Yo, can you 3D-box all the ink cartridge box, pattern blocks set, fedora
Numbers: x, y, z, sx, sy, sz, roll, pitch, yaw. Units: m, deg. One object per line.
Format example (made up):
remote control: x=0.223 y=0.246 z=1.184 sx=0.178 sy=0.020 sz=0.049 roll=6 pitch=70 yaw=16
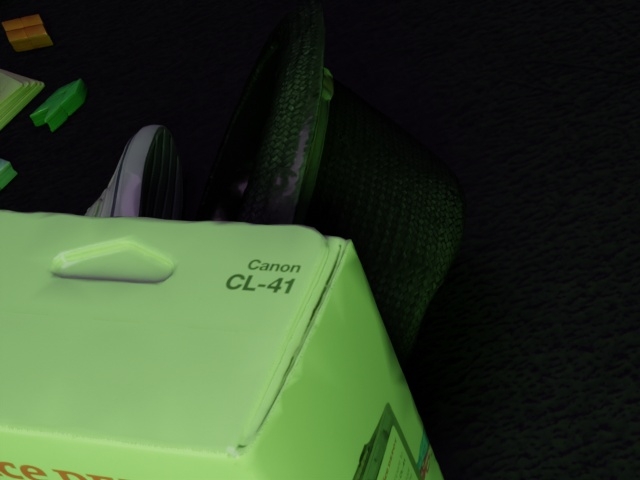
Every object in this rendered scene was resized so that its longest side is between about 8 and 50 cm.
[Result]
ink cartridge box: x=-0.061 y=0.138 z=0.657 sx=0.226 sy=0.306 sz=0.131 roll=2 pitch=49 yaw=26
pattern blocks set: x=-0.387 y=-0.139 z=1.280 sx=0.324 sy=0.026 sz=0.285 roll=10 pitch=53 yaw=31
fedora: x=0.000 y=0.000 z=0.852 sx=0.152 sy=0.334 sz=0.334 roll=20 pitch=48 yaw=-10

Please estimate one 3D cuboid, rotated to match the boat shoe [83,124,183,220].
boat shoe: x=-0.167 y=-0.004 z=1.007 sx=0.075 sy=0.083 sz=0.226 roll=-8 pitch=46 yaw=15
